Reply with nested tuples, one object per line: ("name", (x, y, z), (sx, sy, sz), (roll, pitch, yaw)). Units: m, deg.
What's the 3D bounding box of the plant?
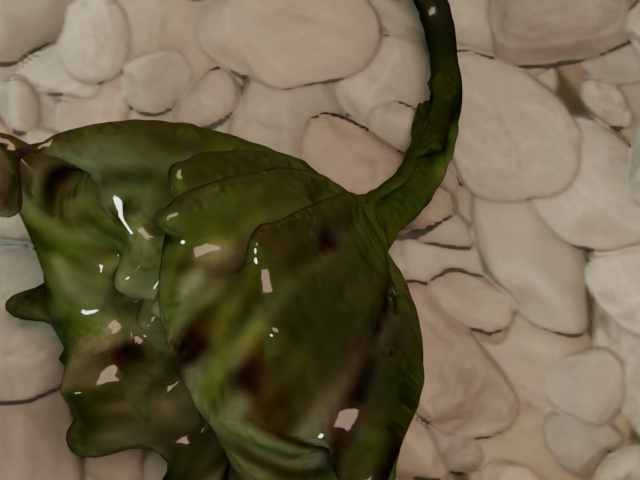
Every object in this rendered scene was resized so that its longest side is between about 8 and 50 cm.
("plant", (0.018, -0.014, 0.753), (0.333, 0.180, 0.251), (-35, 88, -28))
